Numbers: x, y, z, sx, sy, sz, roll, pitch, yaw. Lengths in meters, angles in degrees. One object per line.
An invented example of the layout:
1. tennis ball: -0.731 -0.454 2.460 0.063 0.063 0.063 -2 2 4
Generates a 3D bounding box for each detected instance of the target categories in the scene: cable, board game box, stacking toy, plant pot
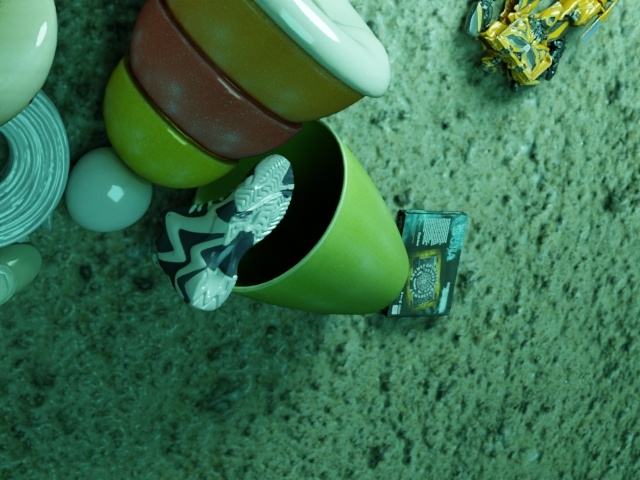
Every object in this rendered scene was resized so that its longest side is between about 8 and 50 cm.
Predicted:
1. cable: -0.462 -0.111 1.406 0.257 0.089 0.257 3 108 -26
2. board game box: 0.177 0.040 1.803 0.126 0.026 0.186 1 108 -26
3. stacking toy: -0.175 -0.193 1.442 0.480 0.350 0.350 -42 123 17
4. plant pot: 0.000 0.000 1.591 0.275 0.275 0.293 -53 138 1

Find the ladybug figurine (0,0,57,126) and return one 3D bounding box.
1. ladybug figurine: -0.518 -0.211 1.234 0.449 0.305 0.162 0 149 4

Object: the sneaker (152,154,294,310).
1. sneaker: -0.148 -0.036 1.456 0.094 0.153 0.235 18 103 -54

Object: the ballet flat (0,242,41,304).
1. ballet flat: -0.497 0.081 1.467 0.248 0.086 0.086 -25 118 -15

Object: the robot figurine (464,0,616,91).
1. robot figurine: 0.364 -0.376 1.701 0.291 0.085 0.211 -48 120 -2
